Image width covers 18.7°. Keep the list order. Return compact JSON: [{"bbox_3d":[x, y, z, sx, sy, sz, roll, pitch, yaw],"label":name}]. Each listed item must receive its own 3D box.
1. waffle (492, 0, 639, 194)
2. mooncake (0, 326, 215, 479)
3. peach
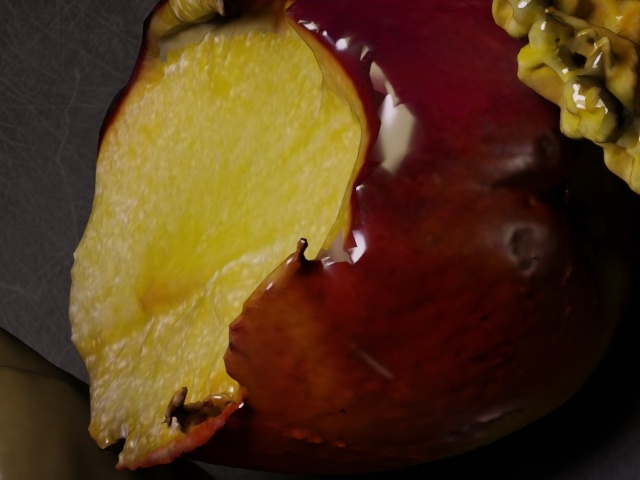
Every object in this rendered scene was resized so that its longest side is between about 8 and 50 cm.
[{"bbox_3d":[0.242,-0.112,1.177,0.062,0.329,0.329,121,154,-45],"label":"waffle"},{"bbox_3d":[-0.291,0.294,1.462,0.467,0.262,0.467,-29,45,33],"label":"mooncake"},{"bbox_3d":[0.000,0.000,1.301,0.416,0.353,0.339,-7,63,22],"label":"peach"}]
